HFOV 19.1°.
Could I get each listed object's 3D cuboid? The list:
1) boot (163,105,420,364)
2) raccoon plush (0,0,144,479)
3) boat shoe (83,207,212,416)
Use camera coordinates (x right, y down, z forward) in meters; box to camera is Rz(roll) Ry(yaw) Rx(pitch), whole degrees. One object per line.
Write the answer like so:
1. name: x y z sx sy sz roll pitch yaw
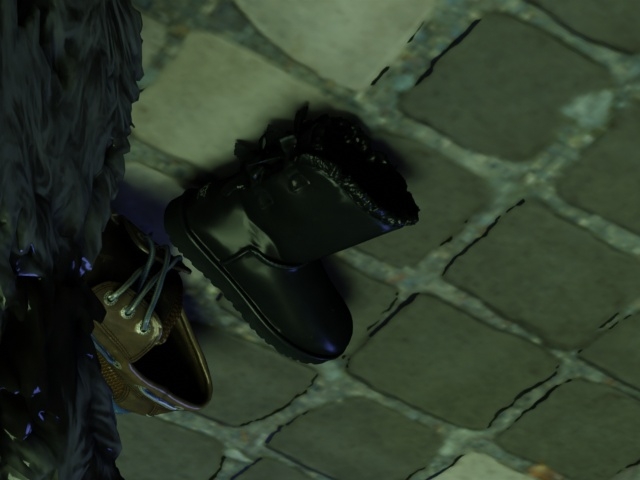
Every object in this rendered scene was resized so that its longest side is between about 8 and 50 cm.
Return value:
1. boot: 0.000 0.000 0.839 0.099 0.045 0.121 -27 123 35
2. raccoon plush: -0.235 -0.013 0.630 0.299 0.446 0.216 -3 169 15
3. boat shoe: -0.092 0.019 0.857 0.066 0.066 0.183 10 151 22
